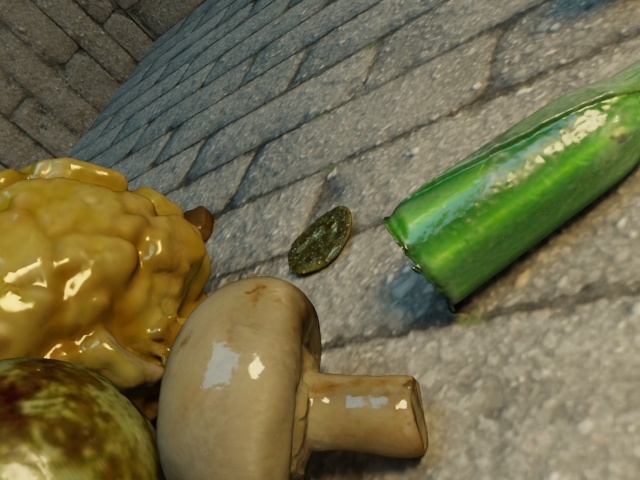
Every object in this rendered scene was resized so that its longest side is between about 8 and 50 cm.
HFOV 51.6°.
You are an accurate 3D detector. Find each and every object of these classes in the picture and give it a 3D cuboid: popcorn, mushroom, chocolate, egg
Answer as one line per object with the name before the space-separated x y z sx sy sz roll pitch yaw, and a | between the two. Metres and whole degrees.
popcorn | -0.323 0.087 0.795 0.344 0.390 0.354 -34 52 53
mushroom | -0.020 0.134 0.538 0.215 0.207 0.207 2 45 12
chocolate | 0.199 -0.065 0.567 0.291 0.110 0.110 -37 29 11
egg | -0.227 0.229 0.526 0.289 0.238 0.238 41 85 21

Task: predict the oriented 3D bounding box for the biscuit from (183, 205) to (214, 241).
biscuit | -0.304 0.042 1.152 0.295 0.044 0.186 -39 31 12

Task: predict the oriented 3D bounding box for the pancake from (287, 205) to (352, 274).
pancake | -0.001 0.001 0.827 0.108 0.017 0.108 -36 27 21
